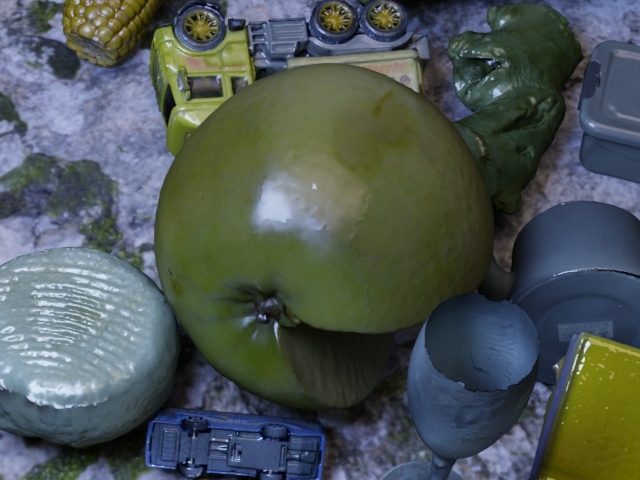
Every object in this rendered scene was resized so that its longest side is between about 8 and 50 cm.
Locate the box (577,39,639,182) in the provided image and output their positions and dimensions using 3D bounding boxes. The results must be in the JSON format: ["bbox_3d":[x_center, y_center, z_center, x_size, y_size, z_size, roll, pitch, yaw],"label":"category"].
[{"bbox_3d":[0.339,-0.116,1.580,0.172,0.093,0.124,15,57,5],"label":"box"}]

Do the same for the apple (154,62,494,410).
[{"bbox_3d":[0.000,0.000,1.350,0.292,0.292,0.254,24,36,10],"label":"apple"}]

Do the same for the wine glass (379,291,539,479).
[{"bbox_3d":[0.180,0.186,1.237,0.264,0.309,0.096,23,57,9],"label":"wine glass"}]

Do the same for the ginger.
[{"bbox_3d":[0.175,-0.134,1.573,0.137,0.089,0.290,39,53,-25],"label":"ginger"}]

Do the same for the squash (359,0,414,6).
[{"bbox_3d":[0.214,-0.396,1.654,0.384,0.263,0.263,-10,58,-11],"label":"squash"}]

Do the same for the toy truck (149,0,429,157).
[{"bbox_3d":[-0.025,-0.141,1.548,0.272,0.124,0.157,-4,67,-12],"label":"toy truck"}]

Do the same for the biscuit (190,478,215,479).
[{"bbox_3d":[-0.105,0.268,1.322,0.224,0.033,0.144,6,56,0],"label":"biscuit"}]

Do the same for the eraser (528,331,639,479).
[{"bbox_3d":[0.298,0.183,1.360,0.226,0.069,0.158,18,88,4],"label":"eraser"}]

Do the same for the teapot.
[{"bbox_3d":[0.250,0.031,1.451,0.239,0.162,0.149,5,45,-3],"label":"teapot"}]

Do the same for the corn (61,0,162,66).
[{"bbox_3d":[-0.189,-0.314,1.654,0.106,0.106,0.305,15,57,5],"label":"corn"}]

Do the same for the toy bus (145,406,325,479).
[{"bbox_3d":[-0.073,0.176,1.368,0.153,0.061,0.051,5,101,-1],"label":"toy bus"}]

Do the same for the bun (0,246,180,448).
[{"bbox_3d":[-0.220,0.100,1.370,0.195,0.118,0.195,4,51,-4],"label":"bun"}]
